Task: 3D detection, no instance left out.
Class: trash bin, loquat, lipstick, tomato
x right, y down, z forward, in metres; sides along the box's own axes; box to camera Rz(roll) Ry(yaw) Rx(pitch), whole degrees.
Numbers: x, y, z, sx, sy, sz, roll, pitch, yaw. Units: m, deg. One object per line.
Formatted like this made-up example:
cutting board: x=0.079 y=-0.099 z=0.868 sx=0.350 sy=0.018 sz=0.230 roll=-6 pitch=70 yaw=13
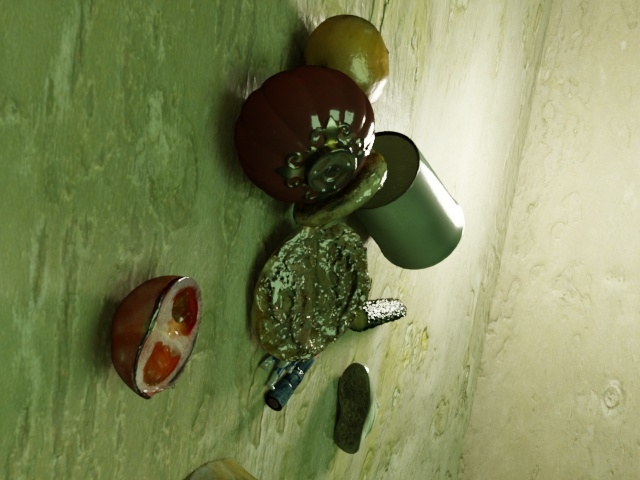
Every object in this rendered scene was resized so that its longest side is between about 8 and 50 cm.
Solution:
trash bin: x=0.241 y=-0.100 z=1.754 sx=0.432 sy=0.280 sz=0.280 roll=43 pitch=64 yaw=-52
loquat: x=0.057 y=-0.411 z=1.407 sx=0.238 sy=0.193 sz=0.238 roll=5 pitch=83 yaw=-49
lipstick: x=-0.068 y=0.365 z=1.647 sx=0.234 sy=0.054 sz=0.053 roll=-47 pitch=139 yaw=-47
tomato: x=-0.311 y=0.168 z=1.108 sx=0.199 sy=0.112 sz=0.228 roll=66 pitch=42 yaw=-62

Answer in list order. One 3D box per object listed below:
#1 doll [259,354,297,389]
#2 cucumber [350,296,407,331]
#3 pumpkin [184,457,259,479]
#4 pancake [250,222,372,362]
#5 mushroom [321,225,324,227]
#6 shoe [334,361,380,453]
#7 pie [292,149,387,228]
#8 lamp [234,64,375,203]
doll: x=-0.071 y=0.285 z=1.597 sx=0.227 sy=0.057 sz=0.114 roll=-46 pitch=133 yaw=-38
cucumber: x=0.203 y=0.238 z=1.988 sx=0.359 sy=0.096 sz=0.096 roll=2 pitch=100 yaw=-57
pumpkin: x=-0.211 y=0.695 z=1.394 sx=0.332 sy=0.199 sz=0.332 roll=-28 pitch=123 yaw=-55
pancake: x=-0.012 y=0.120 z=1.526 sx=0.382 sy=0.071 sz=0.382 roll=-16 pitch=115 yaw=-38
mushroom: x=0.009 y=0.004 z=1.601 sx=0.088 sy=0.073 sz=0.129 roll=17 pitch=86 yaw=-63
shoe: x=0.137 y=0.532 z=1.974 sx=0.159 sy=0.124 sz=0.316 roll=-12 pitch=117 yaw=-56
pie: x=0.042 y=-0.130 z=1.427 sx=0.055 sy=0.274 sz=0.274 roll=51 pitch=55 yaw=-27
lamp: x=-0.030 y=-0.219 z=1.264 sx=0.303 sy=0.257 sz=0.303 roll=-19 pitch=143 yaw=-15
